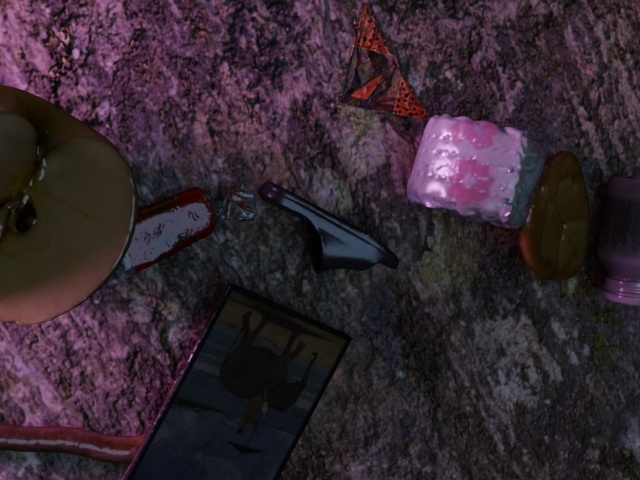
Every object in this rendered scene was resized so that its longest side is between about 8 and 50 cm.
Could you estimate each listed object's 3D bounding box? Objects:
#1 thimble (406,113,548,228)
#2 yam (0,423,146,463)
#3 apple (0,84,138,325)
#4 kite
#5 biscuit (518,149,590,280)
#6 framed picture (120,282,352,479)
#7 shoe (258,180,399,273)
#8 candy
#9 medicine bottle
[{"bbox_3d":[0.245,-0.103,1.293,0.185,0.211,0.149,15,93,-30],"label":"thimble"},{"bbox_3d":[-0.369,0.302,1.246,0.326,0.045,0.045,9,118,-21],"label":"yam"},{"bbox_3d":[-0.395,-0.054,1.070,0.295,0.233,0.258,22,107,-31],"label":"apple"},{"bbox_3d":[0.077,-0.248,1.315,0.125,0.008,0.222,-36,110,-9],"label":"kite"},{"bbox_3d":[0.402,-0.030,1.411,0.203,0.041,0.260,-57,135,-25],"label":"biscuit"},{"bbox_3d":[-0.121,0.260,1.306,0.265,0.016,0.347,29,90,-36],"label":"framed picture"},{"bbox_3d":[0.000,0.000,1.287,0.241,0.108,0.093,30,91,-15],"label":"shoe"},{"bbox_3d":[-0.230,-0.015,1.226,0.292,0.059,0.086,-24,106,-14],"label":"candy"},{"bbox_3d":[0.553,0.000,1.459,0.135,0.135,0.215,2,99,-20],"label":"medicine bottle"}]
